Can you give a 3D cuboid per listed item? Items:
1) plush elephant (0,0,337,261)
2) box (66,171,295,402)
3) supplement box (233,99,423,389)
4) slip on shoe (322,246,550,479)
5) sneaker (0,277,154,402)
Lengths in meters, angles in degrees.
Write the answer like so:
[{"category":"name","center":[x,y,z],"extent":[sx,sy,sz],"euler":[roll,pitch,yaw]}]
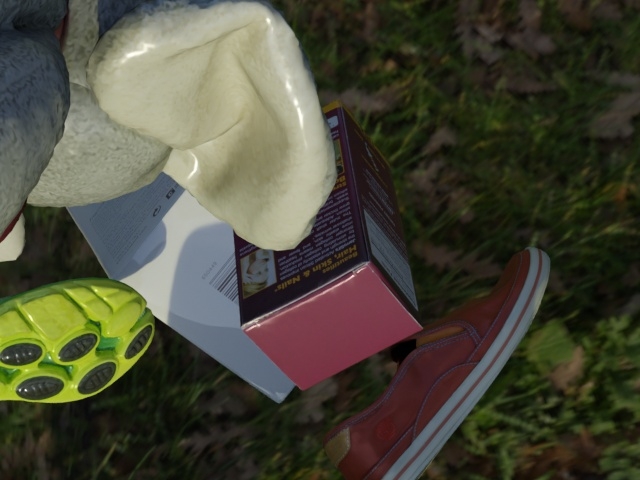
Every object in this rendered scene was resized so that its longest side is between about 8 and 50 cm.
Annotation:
[{"category":"plush elephant","center":[-0.151,-0.059,0.519],"extent":[0.330,0.255,0.272],"euler":[-48,60,0]},{"category":"box","center":[-0.113,-0.013,1.540],"extent":[0.215,0.345,0.168],"euler":[38,91,-24]},{"category":"supplement box","center":[0.000,0.000,1.094],"extent":[0.104,0.081,0.188],"euler":[-28,39,17]},{"category":"slip on shoe","center":[0.121,0.115,1.477],"extent":[0.101,0.123,0.331],"euler":[37,62,9]},{"category":"sneaker","center":[-0.287,0.088,1.266],"extent":[0.295,0.123,0.109],"euler":[-17,118,-9]}]
